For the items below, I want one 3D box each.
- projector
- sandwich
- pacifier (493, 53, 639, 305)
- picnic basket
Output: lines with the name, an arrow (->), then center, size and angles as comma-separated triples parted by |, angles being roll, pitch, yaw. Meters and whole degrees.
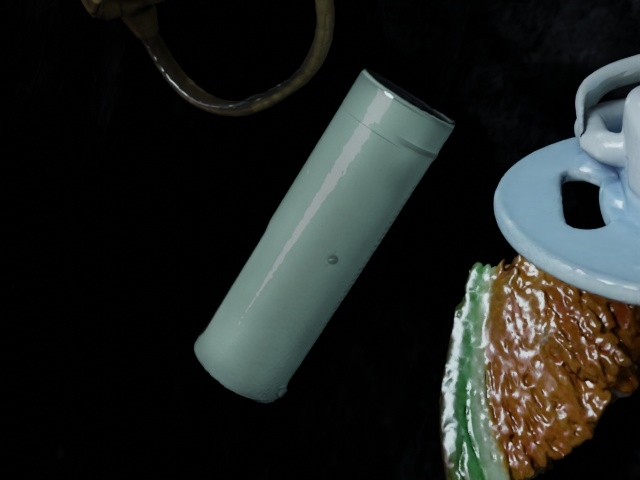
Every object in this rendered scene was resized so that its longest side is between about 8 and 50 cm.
projector -> 0.000, 0.000, 0.926 | 0.337, 0.108, 0.108 | -58, 42, 15
sandwich -> 0.169, 0.105, 0.707 | 0.160, 0.109, 0.185 | -5, 68, 26
pacifier -> 0.260, 0.012, 0.587 | 0.299, 0.244, 0.233 | 2, 116, 12
picnic basket -> -0.116, -0.302, 1.089 | 0.293, 0.337, 0.337 | -20, 61, 35
